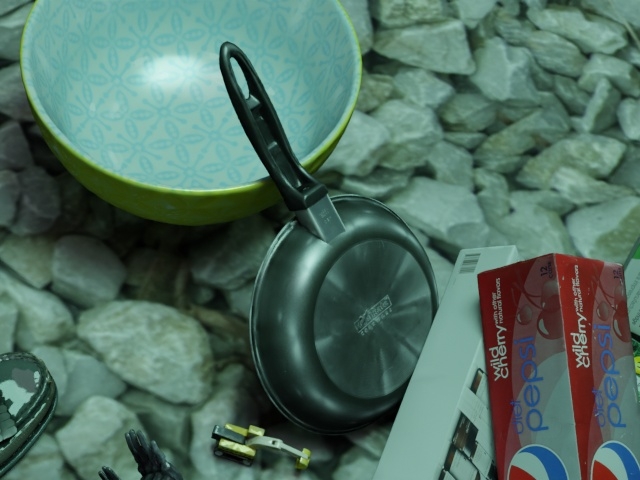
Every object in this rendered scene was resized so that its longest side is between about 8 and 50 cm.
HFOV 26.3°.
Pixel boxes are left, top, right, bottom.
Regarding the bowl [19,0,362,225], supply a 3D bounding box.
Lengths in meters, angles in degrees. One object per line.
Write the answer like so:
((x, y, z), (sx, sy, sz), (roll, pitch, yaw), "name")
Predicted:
((-0.114, -0.116, 1.207), (0.289, 0.156, 0.289), (4, 56, -6), "bowl")

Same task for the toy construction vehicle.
((-0.065, 0.188, 1.087), (0.098, 0.035, 0.086), (19, 56, 4), "toy construction vehicle")

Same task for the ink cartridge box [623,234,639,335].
((0.371, 0.039, 1.173), (0.208, 0.153, 0.087), (26, 36, 10), "ink cartridge box")

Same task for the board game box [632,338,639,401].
((0.304, 0.178, 1.155), (0.259, 0.030, 0.136), (33, 60, 13), "board game box")

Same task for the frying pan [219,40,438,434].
((0.023, -0.002, 1.100), (0.197, 0.053, 0.326), (-11, 101, -39), "frying pan")

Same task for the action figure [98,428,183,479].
((-0.222, 0.250, 0.954), (0.141, 0.164, 0.275), (49, 52, 0), "action figure")

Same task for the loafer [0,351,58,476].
((-0.318, 0.160, 1.037), (0.267, 0.084, 0.096), (-31, 66, -25), "loafer")

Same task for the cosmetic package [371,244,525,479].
((0.125, 0.126, 1.113), (0.060, 0.099, 0.239), (-5, 47, 37), "cosmetic package")

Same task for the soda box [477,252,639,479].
((0.191, 0.147, 1.059), (0.092, 0.083, 0.263), (8, 72, -41), "soda box")
